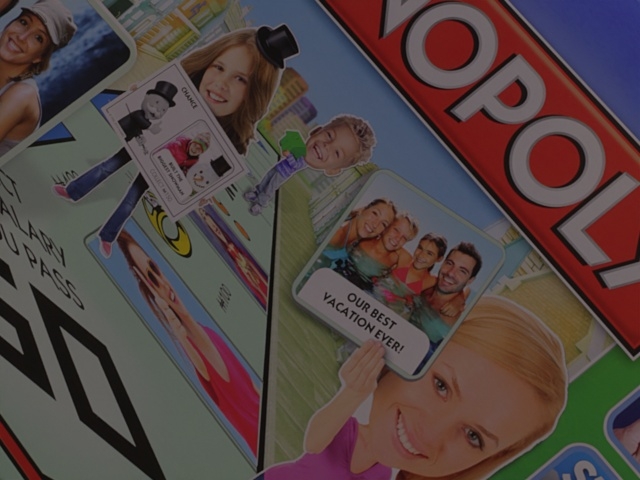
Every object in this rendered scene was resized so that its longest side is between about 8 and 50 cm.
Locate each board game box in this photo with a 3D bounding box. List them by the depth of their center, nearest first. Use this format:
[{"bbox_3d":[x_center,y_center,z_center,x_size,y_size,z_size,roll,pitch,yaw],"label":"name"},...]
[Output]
[{"bbox_3d":[0.000,0.000,0.456,0.213,0.317,0.046,-40,-17,0],"label":"board game box"}]
